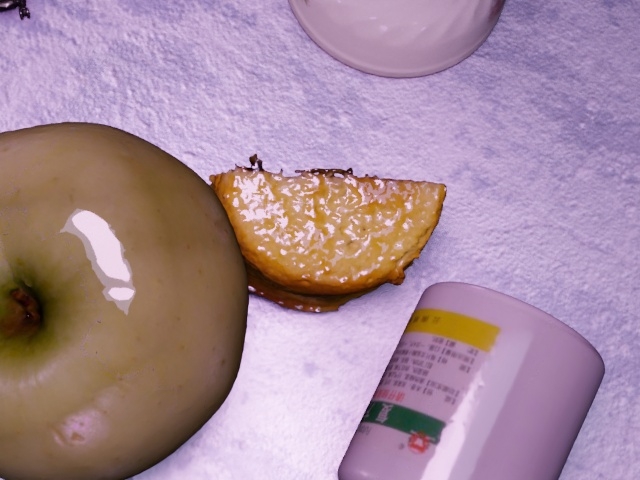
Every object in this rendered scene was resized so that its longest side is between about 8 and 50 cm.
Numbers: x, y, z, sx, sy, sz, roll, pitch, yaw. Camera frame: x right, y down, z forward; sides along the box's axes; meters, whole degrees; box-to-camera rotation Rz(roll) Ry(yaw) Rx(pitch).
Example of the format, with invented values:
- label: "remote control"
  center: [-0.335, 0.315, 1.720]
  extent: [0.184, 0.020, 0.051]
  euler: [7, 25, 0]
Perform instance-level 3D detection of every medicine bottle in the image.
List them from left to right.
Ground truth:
- label: "medicine bottle"
  center: [0.130, 0.232, 1.226]
  extent: [0.208, 0.208, 0.339]
  euler: [27, 75, 1]

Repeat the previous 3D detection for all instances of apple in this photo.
- label: "apple"
  center: [-0.230, 0.059, 1.165]
  extent: [0.357, 0.357, 0.357]
  euler: [1, 76, -5]

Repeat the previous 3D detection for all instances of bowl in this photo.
- label: "bowl"
  center: [0.096, -0.341, 1.405]
  extent: [0.277, 0.145, 0.277]
  euler: [1, 75, -3]

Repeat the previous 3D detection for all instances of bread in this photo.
- label: "bread"
  center: [0.004, 0.001, 1.302]
  extent: [0.261, 0.160, 0.147]
  euler: [5, 82, -11]

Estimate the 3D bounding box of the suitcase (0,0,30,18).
- label: "suitcase"
  center: [-0.387, -0.314, 1.391]
  extent: [0.086, 0.059, 0.126]
  euler: [-14, 75, -9]
